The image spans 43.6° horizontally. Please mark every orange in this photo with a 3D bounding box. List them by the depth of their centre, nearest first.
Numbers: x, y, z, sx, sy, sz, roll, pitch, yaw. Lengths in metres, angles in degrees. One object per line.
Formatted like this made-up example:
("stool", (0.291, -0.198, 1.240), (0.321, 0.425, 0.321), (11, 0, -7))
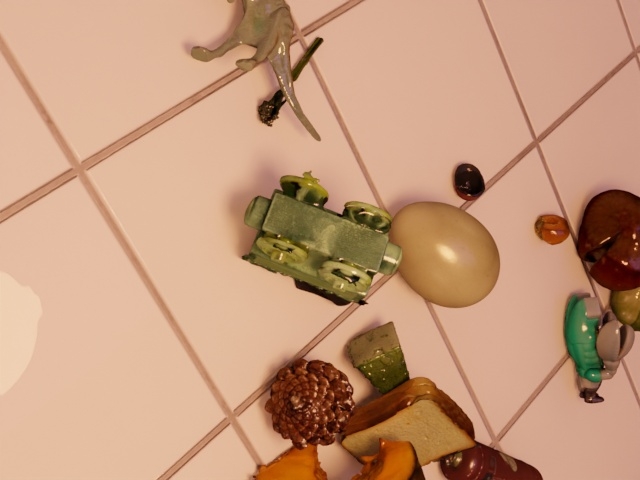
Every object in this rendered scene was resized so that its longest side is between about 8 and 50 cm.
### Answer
("orange", (0.547, -0.022, 1.884), (0.086, 0.086, 0.062), (-31, 131, -33))

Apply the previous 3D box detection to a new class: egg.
("egg", (0.242, 0.025, 1.582), (0.254, 0.188, 0.188), (39, 68, -24))

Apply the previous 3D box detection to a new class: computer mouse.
("computer mouse", (0.019, 0.063, 1.495), (0.172, 0.057, 0.099), (33, 69, -30))

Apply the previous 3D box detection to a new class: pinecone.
("pinecone", (-0.012, 0.285, 1.421), (0.173, 0.173, 0.173), (0, 90, -37))

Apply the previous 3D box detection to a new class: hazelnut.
("hazelnut", (0.738, -0.002, 1.957), (0.217, 0.217, 0.251), (5, 63, -37))

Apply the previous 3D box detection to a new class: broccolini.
("broccolini", (-0.050, -0.292, 1.465), (0.042, 0.044, 0.218), (40, 61, -13))

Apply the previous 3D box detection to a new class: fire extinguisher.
("fire extinguisher", (0.350, 0.478, 1.697), (0.344, 0.138, 0.102), (30, 48, -34))

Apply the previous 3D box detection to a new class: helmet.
("helmet", (0.318, -0.120, 1.727), (0.065, 0.049, 0.084), (-7, 65, -6))

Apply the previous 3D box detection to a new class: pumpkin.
("pumpkin", (0.043, 0.489, 1.387), (0.256, 0.303, 0.225), (-52, 130, -56))

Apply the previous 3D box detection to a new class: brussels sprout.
("brussels sprout", (0.818, 0.152, 2.046), (0.145, 0.131, 0.183), (-45, 134, -22))

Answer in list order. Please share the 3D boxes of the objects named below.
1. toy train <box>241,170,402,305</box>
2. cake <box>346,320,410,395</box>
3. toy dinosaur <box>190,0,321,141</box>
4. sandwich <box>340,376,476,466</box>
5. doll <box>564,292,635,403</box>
("toy train", (0.000, 0.000, 1.365), (0.272, 0.188, 0.159), (21, 75, -4))
("cake", (0.160, 0.266, 1.556), (0.099, 0.100, 0.235), (-35, 117, 11))
("toy dinosaur", (-0.101, -0.335, 1.367), (0.393, 0.092, 0.205), (48, 52, -13))
("sandwich", (0.162, 0.364, 1.518), (0.186, 0.215, 0.065), (45, 24, -25))
("doll", (0.671, 0.250, 1.951), (0.153, 0.195, 0.258), (-6, 124, -4))
